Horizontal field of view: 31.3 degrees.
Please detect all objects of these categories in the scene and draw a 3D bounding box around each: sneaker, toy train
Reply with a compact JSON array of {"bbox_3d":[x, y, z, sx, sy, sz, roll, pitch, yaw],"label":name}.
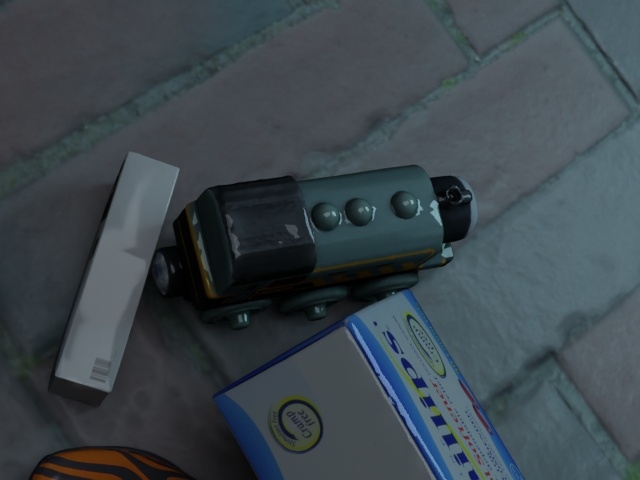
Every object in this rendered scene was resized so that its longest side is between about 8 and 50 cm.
[{"bbox_3d":[-0.113,0.266,1.062,0.321,0.180,0.124,21,68,-11],"label":"sneaker"},{"bbox_3d":[0.000,0.000,1.166,0.334,0.190,0.142,-8,77,-25],"label":"toy train"}]

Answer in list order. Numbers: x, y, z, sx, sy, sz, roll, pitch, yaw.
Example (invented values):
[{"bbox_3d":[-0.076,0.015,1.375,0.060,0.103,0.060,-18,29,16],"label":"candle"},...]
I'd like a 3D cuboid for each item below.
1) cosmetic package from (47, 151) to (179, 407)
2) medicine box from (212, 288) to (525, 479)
[{"bbox_3d":[-0.209,0.039,1.146,0.060,0.099,0.239,18,69,-10],"label":"cosmetic package"},{"bbox_3d":[0.065,0.202,1.069,0.149,0.289,0.263,-32,85,13],"label":"medicine box"}]
